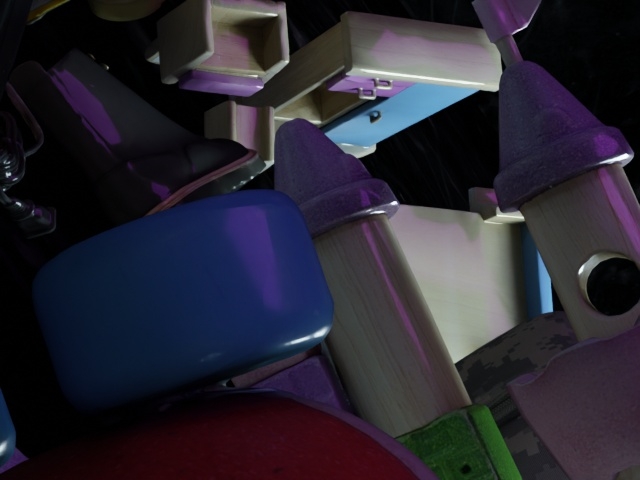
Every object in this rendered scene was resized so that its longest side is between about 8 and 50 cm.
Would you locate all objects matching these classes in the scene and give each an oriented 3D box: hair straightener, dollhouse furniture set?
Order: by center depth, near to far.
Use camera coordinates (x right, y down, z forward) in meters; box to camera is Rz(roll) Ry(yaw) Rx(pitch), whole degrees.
[{"bbox_3d":[-0.167,-0.031,0.768,0.089,0.047,0.230,51,9,-27],"label":"hair straightener"},{"bbox_3d":[0.000,0.000,1.250,0.286,0.198,0.303,3,75,-29],"label":"dollhouse furniture set"}]

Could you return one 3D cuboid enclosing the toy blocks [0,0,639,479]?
[{"bbox_3d":[0.027,0.074,0.650,0.260,0.289,0.309,65,17,10],"label":"toy blocks"}]

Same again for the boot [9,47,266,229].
[{"bbox_3d":[-0.109,-0.070,1.015,0.137,0.077,0.198,51,11,-5],"label":"boot"}]

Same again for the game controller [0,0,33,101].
[{"bbox_3d":[-0.142,-0.089,0.494,0.067,0.319,0.166,15,-2,28],"label":"game controller"}]

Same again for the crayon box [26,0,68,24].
[{"bbox_3d":[-0.194,-0.296,0.925,0.323,0.203,0.083,52,51,-21],"label":"crayon box"}]

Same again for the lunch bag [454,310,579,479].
[{"bbox_3d":[0.161,0.227,0.968,0.305,0.213,0.256,52,12,-20],"label":"lunch bag"}]

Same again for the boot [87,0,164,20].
[{"bbox_3d":[-0.142,-0.322,1.139,0.269,0.089,0.236,80,9,-51],"label":"boot"}]

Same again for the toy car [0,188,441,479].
[{"bbox_3d":[-0.086,0.123,0.351,0.238,0.210,0.219,-8,77,-63],"label":"toy car"}]
